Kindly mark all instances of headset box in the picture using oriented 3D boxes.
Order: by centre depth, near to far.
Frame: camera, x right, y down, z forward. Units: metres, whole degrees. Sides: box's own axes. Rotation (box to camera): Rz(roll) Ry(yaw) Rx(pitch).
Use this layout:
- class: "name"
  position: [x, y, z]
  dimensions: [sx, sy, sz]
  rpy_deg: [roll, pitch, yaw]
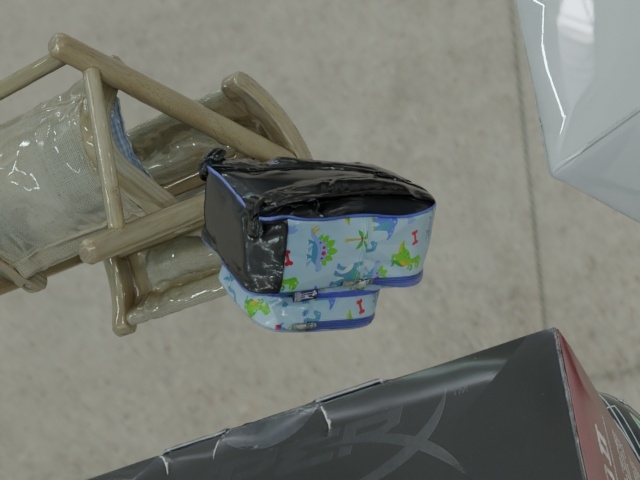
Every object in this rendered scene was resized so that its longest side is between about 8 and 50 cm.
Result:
- class: "headset box"
  position: [0.033, 0.165, 0.647]
  dimensions: [0.218, 0.293, 0.110]
  rpy_deg: [-19, 47, 15]

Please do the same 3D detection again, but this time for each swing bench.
- class: "swing bench"
  position: [-0.170, -0.029, 1.335]
  dimensions: [0.253, 0.254, 0.165]
  rpy_deg: [-20, 75, 40]

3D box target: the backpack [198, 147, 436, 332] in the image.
- class: "backpack"
  position: [0.000, 0.000, 0.941]
  dimensions: [0.114, 0.084, 0.105]
  rpy_deg: [-4, 22, -23]

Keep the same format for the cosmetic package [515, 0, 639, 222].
- class: "cosmetic package"
  position: [0.224, -0.112, 0.916]
  dimensions: [0.138, 0.224, 0.225]
  rpy_deg: [-36, 45, 36]

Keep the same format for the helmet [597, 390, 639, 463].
- class: "helmet"
  position: [0.225, 0.214, 1.456]
  dimensions: [0.169, 0.161, 0.169]
  rpy_deg: [-15, 43, 15]
